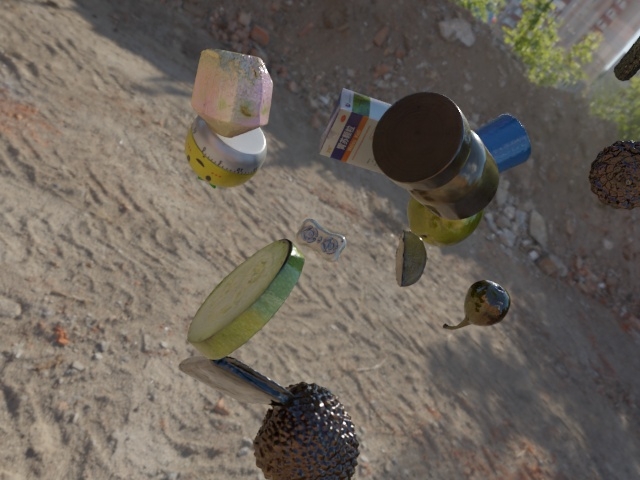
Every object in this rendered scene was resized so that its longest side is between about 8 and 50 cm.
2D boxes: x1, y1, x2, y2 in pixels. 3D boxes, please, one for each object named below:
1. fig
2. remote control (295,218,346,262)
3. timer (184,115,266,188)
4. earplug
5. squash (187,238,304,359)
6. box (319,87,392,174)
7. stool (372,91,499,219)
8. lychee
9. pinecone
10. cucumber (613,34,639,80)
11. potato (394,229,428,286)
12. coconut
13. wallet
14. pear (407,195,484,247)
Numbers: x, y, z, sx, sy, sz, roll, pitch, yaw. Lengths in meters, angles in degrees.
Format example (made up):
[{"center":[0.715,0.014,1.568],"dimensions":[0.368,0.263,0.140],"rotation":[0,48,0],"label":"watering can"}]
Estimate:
[{"center":[0.425,0.204,1.582],"dimensions":[0.124,0.236,0.124],"rotation":[25,42,-24],"label":"fig"},{"center":[0.000,0.000,1.376],"dimensions":[0.122,0.074,0.032],"rotation":[29,-2,11],"label":"remote control"},{"center":[-0.336,-0.279,1.871],"dimensions":[0.285,0.285,0.285],"rotation":[31,26,-17],"label":"timer"},{"center":[0.360,-0.193,1.373],"dimensions":[0.132,0.273,0.132],"rotation":[60,-10,18],"label":"earplug"},{"center":[-0.131,0.097,1.001],"dimensions":[0.049,0.252,0.252],"rotation":[47,22,-17],"label":"squash"},{"center":[0.170,-0.328,1.766],"dimensions":[0.299,0.200,0.106],"rotation":[15,50,-12],"label":"box"},{"center":[0.238,-0.158,1.124],"dimensions":[0.264,0.179,0.179],"rotation":[24,26,-56],"label":"stool"},{"center":[-0.026,0.489,1.364],"dimensions":[0.267,0.267,0.267],"rotation":[31,26,-17],"label":"lychee"},{"center":[0.724,-0.159,1.330],"dimensions":[0.163,0.163,0.165],"rotation":[44,27,10],"label":"pinecone"},{"center":[0.913,-0.557,1.554],"dimensions":[0.067,0.067,0.293],"rotation":[47,-16,16],"label":"cucumber"},{"center":[0.262,0.067,1.581],"dimensions":[0.089,0.101,0.172],"rotation":[7,64,-5],"label":"potato"},{"center":[-0.259,-0.426,1.653],"dimensions":[0.233,0.245,0.233],"rotation":[10,13,-2],"label":"coconut"},{"center":[-0.192,0.304,1.227],"dimensions":[0.197,0.377,0.051],"rotation":[31,68,-13],"label":"wallet"},{"center":[0.440,-0.126,1.945],"dimensions":[0.252,0.307,0.253],"rotation":[25,-16,8],"label":"pear"}]
